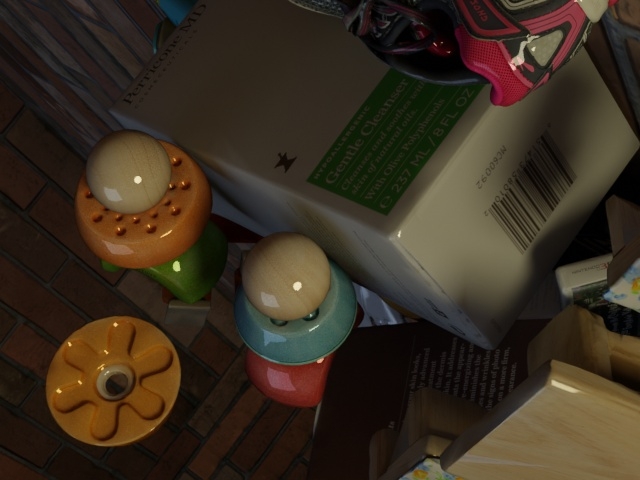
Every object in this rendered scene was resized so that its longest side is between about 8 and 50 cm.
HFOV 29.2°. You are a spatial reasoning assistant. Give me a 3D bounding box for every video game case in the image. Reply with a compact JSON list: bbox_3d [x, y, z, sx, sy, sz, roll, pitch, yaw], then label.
[{"bbox_3d":[0.255,0.036,0.861,0.190,0.173,0.022,59,-163,-65],"label":"video game case"}]

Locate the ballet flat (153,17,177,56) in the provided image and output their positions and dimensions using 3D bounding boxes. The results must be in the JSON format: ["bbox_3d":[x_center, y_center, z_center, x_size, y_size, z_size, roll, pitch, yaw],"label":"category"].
[{"bbox_3d":[-0.132,-0.191,1.397,0.073,0.080,0.232,7,168,7],"label":"ballet flat"}]

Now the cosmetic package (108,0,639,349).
[{"bbox_3d":[0.026,-0.085,0.936,0.365,0.197,0.155,24,164,46],"label":"cosmetic package"}]

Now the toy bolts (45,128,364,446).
[{"bbox_3d":[-0.092,0.043,0.868,0.228,0.218,0.158,17,157,13],"label":"toy bolts"}]

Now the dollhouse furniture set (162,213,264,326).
[{"bbox_3d":[-0.053,-0.037,1.296,0.259,0.262,0.135,2,162,-10],"label":"dollhouse furniture set"}]

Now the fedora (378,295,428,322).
[{"bbox_3d":[0.134,-0.002,1.180,0.194,0.194,0.079,43,-152,-30],"label":"fedora"}]

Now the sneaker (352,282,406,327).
[{"bbox_3d":[0.059,0.094,1.523,0.210,0.137,0.366,25,136,35],"label":"sneaker"}]

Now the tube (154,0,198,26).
[{"bbox_3d":[-0.122,-0.223,1.252,0.207,0.052,0.080,39,168,23],"label":"tube"}]

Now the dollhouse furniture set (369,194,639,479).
[{"bbox_3d":[0.274,0.196,0.760,0.394,0.256,0.362,21,135,-19],"label":"dollhouse furniture set"}]

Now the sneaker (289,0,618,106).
[{"bbox_3d":[0.048,-0.161,0.756,0.121,0.112,0.299,44,169,-32],"label":"sneaker"}]

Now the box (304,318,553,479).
[{"bbox_3d":[0.183,0.178,1.146,0.381,0.191,0.143,-7,146,34],"label":"box"}]

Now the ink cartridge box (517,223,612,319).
[{"bbox_3d":[0.185,0.007,1.003,0.208,0.045,0.206,2,-162,-28],"label":"ink cartridge box"}]
